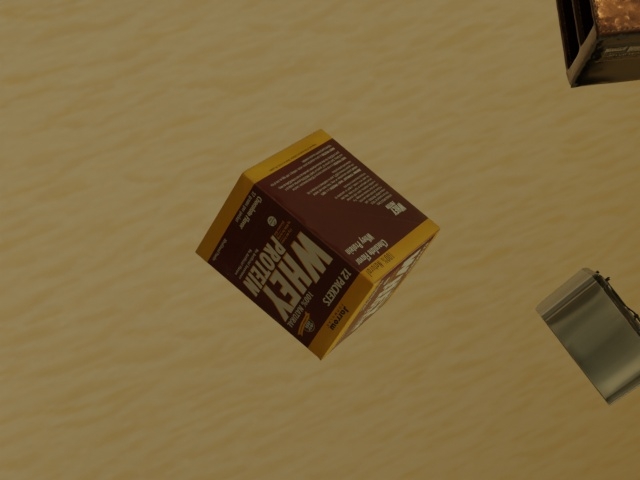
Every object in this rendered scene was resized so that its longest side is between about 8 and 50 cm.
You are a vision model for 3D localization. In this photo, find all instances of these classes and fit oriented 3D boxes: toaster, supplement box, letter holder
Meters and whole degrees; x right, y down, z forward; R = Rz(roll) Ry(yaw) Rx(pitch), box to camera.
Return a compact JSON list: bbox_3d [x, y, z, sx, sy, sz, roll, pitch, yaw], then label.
[{"bbox_3d":[0.400,0.134,1.887,0.168,0.110,0.186,52,5,1],"label":"toaster"},{"bbox_3d":[0.000,0.000,1.551,0.194,0.191,0.129,40,-57,10],"label":"supplement box"},{"bbox_3d":[0.401,-0.297,1.374,0.152,0.302,0.214,90,-7,-78],"label":"letter holder"}]
